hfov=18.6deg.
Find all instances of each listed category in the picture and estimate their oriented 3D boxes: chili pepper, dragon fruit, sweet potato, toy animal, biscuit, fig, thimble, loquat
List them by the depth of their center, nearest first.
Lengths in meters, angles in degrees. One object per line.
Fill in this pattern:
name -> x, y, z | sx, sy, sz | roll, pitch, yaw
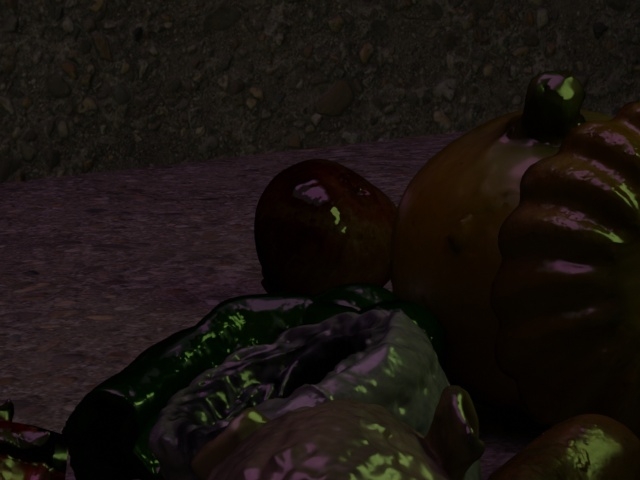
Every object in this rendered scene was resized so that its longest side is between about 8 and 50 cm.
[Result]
toy animal -> -0.003, 0.207, 1.102 | 0.188, 0.227, 0.358 | -1, 10, 11
thimble -> -0.006, 0.159, 1.440 | 0.217, 0.157, 0.245 | -15, 12, 39
sweet potato -> 0.163, 0.208, 1.462 | 0.097, 0.097, 0.292 | 3, 20, 28
dragon fruit -> -0.284, 0.192, 1.471 | 0.172, 0.160, 0.167 | 9, 43, -12
biscuit -> 0.302, 0.044, 1.648 | 0.325, 0.326, 0.107 | -4, 5, -8
chili pepper -> -0.041, 0.132, 1.706 | 0.213, 0.168, 0.385 | 3, 13, 39
loquat -> 0.225, 0.002, 1.877 | 0.328, 0.359, 0.328 | -4, 34, 2
fig -> 0.001, 0.001, 2.412 | 0.205, 0.205, 0.205 | -3, 10, 1
